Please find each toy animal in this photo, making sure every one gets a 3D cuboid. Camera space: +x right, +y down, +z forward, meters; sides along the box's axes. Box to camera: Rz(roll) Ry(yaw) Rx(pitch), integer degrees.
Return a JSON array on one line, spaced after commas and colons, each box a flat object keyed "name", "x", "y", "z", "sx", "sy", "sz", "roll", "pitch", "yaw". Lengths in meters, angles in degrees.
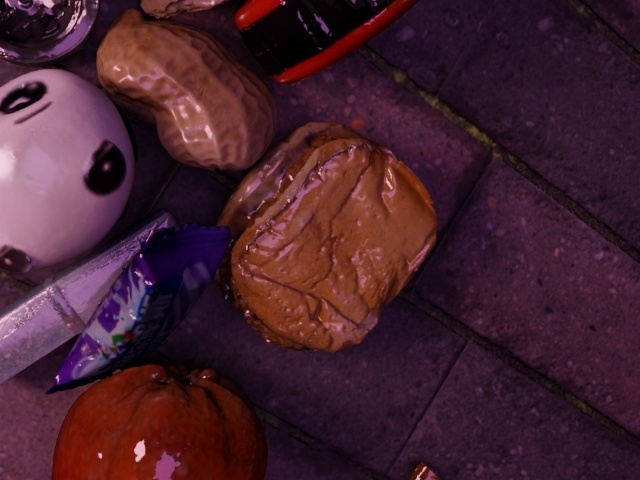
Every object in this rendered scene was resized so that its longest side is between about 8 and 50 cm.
[{"name": "toy animal", "x": -0.304, "y": -0.083, "z": 0.785, "sx": 0.213, "sy": 0.267, "sz": 0.212, "roll": -1, "pitch": 97, "yaw": -10}]

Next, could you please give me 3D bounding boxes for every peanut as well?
[{"name": "peanut", "x": -0.155, "y": -0.181, "z": 0.873, "sx": 0.110, "sy": 0.196, "sz": 0.233, "roll": -36, "pitch": 107, "yaw": 32}]

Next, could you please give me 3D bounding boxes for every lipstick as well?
[{"name": "lipstick", "x": -0.290, "y": 0.063, "z": 0.900, "sx": 0.290, "sy": 0.077, "sz": 0.076, "roll": -36, "pitch": 105, "yaw": -11}]

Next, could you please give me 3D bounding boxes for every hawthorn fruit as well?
[{"name": "hawthorn fruit", "x": -0.187, "y": 0.272, "z": 0.876, "sx": 0.258, "sy": 0.258, "sz": 0.261, "roll": 7, "pitch": 66, "yaw": -17}]

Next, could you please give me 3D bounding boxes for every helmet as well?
[{"name": "helmet", "x": -0.330, "y": -0.273, "z": 0.838, "sx": 0.153, "sy": 0.107, "sz": 0.177, "roll": -43, "pitch": 87, "yaw": -5}]

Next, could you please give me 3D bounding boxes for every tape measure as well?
[{"name": "tape measure", "x": 0.021, "y": -0.290, "z": 0.848, "sx": 0.253, "sy": 0.260, "sz": 0.114, "roll": -37, "pitch": 108, "yaw": 1}]

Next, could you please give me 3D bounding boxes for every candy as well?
[{"name": "candy", "x": -0.208, "y": 0.080, "z": 0.855, "sx": 0.070, "sy": 0.145, "sz": 0.275, "roll": 48, "pitch": 116, "yaw": 21}]

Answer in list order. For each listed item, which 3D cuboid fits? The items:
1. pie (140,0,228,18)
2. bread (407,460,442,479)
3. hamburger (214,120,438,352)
[{"name": "pie", "x": -0.131, "y": -0.313, "z": 0.854, "sx": 0.195, "sy": 0.195, "sz": 0.046, "roll": -30, "pitch": 125, "yaw": -12}, {"name": "bread", "x": 0.143, "y": 0.372, "z": 1.090, "sx": 0.047, "sy": 0.036, "sz": 0.083, "roll": 37, "pitch": 87, "yaw": -9}, {"name": "hamburger", "x": 0.000, "y": -0.001, "z": 0.946, "sx": 0.283, "sy": 0.145, "sz": 0.259, "roll": -46, "pitch": 119, "yaw": -11}]
